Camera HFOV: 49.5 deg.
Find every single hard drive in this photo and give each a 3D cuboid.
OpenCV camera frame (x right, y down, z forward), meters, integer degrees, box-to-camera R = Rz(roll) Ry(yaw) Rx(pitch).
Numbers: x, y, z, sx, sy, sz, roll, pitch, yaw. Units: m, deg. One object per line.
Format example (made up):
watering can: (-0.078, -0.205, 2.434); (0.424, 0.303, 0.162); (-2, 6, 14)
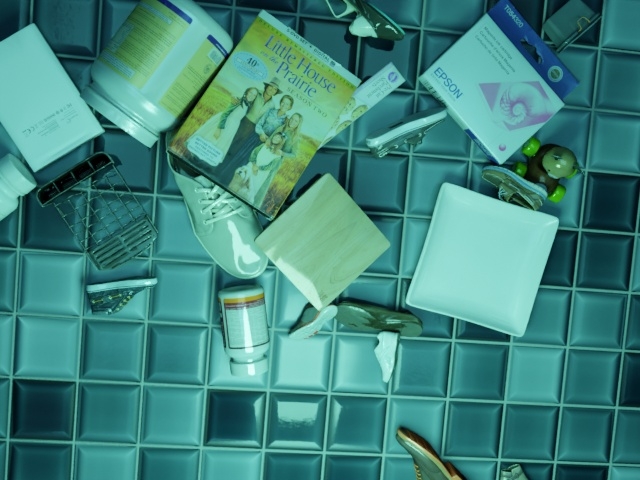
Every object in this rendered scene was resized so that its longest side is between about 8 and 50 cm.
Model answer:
hard drive: (-0.714, -0.354, 1.737); (0.203, 0.040, 0.307); (-32, 97, -3)

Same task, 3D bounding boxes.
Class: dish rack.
dish rack: (-0.555, -0.064, 1.759); (0.208, 0.074, 0.271); (-33, 97, -2)

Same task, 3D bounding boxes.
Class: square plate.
square plate: (0.438, 0.054, 1.888); (0.347, 0.049, 0.344); (17, 92, -7)

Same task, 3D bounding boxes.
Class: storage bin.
storage bin: (0.665, -0.581, 1.849); (0.135, 0.098, 0.091); (-42, 87, -2)

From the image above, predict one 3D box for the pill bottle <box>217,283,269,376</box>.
pill bottle: (-0.195, 0.231, 1.796); (0.121, 0.121, 0.221); (-6, 96, -6)

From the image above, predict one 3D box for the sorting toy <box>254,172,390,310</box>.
sorting toy: (0.000, 0.000, 1.802); (0.257, 0.089, 0.255); (-43, 104, -3)

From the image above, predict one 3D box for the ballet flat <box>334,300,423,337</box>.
ballet flat: (0.155, 0.205, 1.870); (0.249, 0.058, 0.084); (11, 130, -2)

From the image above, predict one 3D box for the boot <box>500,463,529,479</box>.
boot: (0.567, 0.673, 1.953); (0.118, 0.042, 0.087); (-15, 93, -5)

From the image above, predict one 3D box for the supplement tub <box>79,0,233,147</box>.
supplement tub: (-0.394, -0.416, 1.667); (0.241, 0.241, 0.331); (37, 90, -7)

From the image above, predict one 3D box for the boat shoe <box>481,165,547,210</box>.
boat shoe: (0.506, -0.138, 1.843); (0.183, 0.066, 0.066); (27, 74, 20)

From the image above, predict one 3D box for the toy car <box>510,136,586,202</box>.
toy car: (0.615, -0.188, 1.819); (0.155, 0.188, 0.149); (28, 91, -7)

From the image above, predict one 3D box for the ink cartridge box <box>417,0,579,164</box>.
ink cartridge box: (0.486, -0.429, 1.849); (0.330, 0.071, 0.324); (-44, 97, 0)

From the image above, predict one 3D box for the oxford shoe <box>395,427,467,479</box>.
oxford shoe: (0.291, 0.622, 1.894); (0.271, 0.097, 0.098); (44, 95, -7)

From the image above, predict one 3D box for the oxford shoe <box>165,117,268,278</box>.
oxford shoe: (-0.268, -0.101, 1.762); (0.169, 0.130, 0.449); (-25, 98, -7)

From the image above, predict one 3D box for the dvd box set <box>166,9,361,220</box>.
dvd box set: (-0.133, -0.305, 1.698); (0.307, 0.062, 0.420); (34, 81, -10)

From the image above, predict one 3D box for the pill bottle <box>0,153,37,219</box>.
pill bottle: (-0.821, -0.105, 1.698); (0.229, 0.131, 0.131); (-38, 97, -2)

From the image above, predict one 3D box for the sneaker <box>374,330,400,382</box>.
sneaker: (0.177, 0.311, 1.876); (0.061, 0.053, 0.152); (11, 110, 17)

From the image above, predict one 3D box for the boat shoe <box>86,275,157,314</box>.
boat shoe: (-0.506, 0.142, 1.788); (0.183, 0.065, 0.083); (-8, 96, 1)

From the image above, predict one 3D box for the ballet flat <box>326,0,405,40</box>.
ballet flat: (0.090, -0.592, 1.788); (0.280, 0.095, 0.096); (45, 98, 3)

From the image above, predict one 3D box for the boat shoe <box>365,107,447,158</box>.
boat shoe: (0.233, -0.279, 1.831); (0.228, 0.080, 0.076); (-25, 114, -7)

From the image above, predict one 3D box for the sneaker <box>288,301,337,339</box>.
sneaker: (-0.024, 0.206, 1.854); (0.158, 0.065, 0.061); (-37, 142, 12)

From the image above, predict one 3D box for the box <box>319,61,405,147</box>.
box: (0.073, -0.340, 1.811); (0.324, 0.063, 0.067); (-38, 97, -2)
